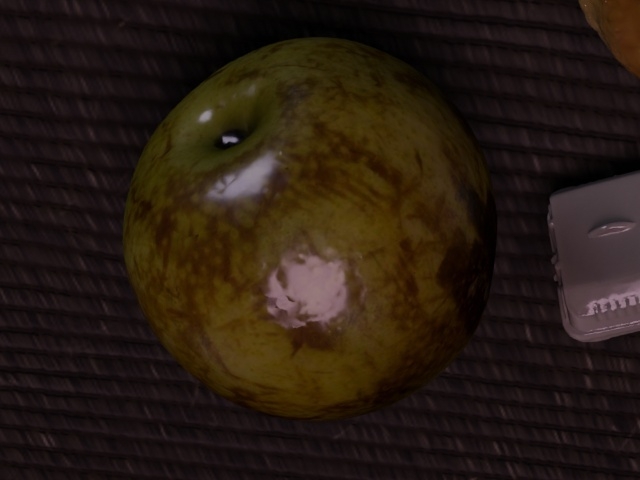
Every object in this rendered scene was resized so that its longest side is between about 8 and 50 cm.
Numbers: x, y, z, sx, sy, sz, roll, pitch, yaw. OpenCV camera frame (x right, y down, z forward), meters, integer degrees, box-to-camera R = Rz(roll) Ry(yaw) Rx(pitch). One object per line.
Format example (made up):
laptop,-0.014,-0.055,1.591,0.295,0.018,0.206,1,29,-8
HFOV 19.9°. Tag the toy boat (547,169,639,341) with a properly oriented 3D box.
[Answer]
toy boat,0.306,0.007,1.357,0.269,0.141,0.141,-4,122,2

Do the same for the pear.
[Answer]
pear,0.000,0.000,1.275,0.283,0.283,0.283,0,122,0

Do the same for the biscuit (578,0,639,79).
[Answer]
biscuit,0.285,-0.182,1.248,0.274,0.091,0.213,41,131,-17
